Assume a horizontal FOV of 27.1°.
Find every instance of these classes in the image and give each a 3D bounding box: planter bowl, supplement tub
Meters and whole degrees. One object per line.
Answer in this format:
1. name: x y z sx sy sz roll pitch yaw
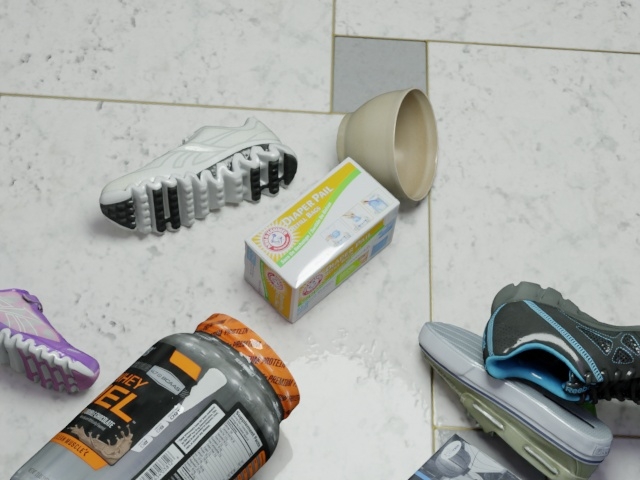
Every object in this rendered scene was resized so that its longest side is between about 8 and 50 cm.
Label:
1. planter bowl: 0.090 -0.138 1.916 0.109 0.162 0.162 2 57 26
2. supplement tub: -0.196 0.258 1.632 0.207 0.207 0.338 39 64 16

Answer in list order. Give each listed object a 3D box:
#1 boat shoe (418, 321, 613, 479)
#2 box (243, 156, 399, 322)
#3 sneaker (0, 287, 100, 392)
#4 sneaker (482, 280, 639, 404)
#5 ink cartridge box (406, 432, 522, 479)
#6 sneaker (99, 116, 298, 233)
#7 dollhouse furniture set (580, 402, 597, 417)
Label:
1. boat shoe: 0.239 0.215 1.749 0.302 0.094 0.109 36 22 30
2. box: 0.000 0.000 1.844 0.203 0.114 0.103 -39 70 -21
3. sneaker: -0.393 0.118 1.765 0.236 0.095 0.104 22 54 9
4. sneaker: 0.371 0.169 1.697 0.341 0.125 0.139 15 39 13
5. ink cartridge box: 0.242 0.390 1.625 0.333 0.065 0.165 33 54 26
6. sneaker: -0.183 -0.097 1.898 0.292 0.110 0.118 -17 56 -22
7. dollhouse furniture set: 0.326 0.186 1.816 0.076 0.058 0.151 -25 46 -9
